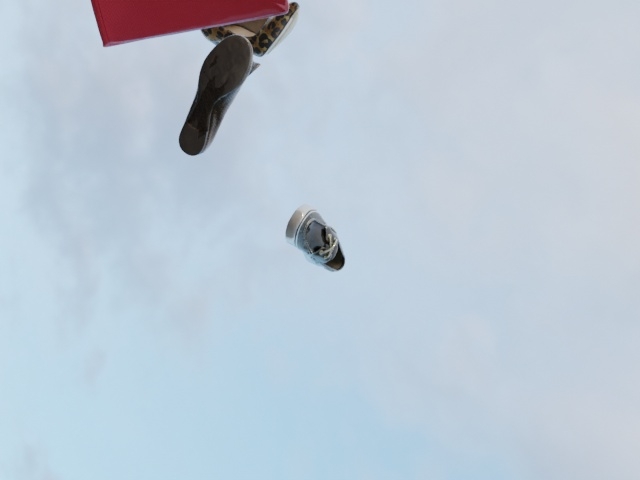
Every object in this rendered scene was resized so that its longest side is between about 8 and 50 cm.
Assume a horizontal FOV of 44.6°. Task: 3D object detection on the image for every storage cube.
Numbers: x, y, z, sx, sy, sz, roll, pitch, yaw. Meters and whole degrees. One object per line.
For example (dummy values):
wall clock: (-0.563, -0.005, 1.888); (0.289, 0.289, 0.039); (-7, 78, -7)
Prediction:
storage cube: (-0.150, -0.331, 0.795); (0.183, 0.193, 0.215); (-112, -169, -52)

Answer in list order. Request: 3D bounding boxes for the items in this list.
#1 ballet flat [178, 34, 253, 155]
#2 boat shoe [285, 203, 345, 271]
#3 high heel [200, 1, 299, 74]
ballet flat: (-0.191, -0.267, 1.441); (0.084, 0.058, 0.250); (31, -65, 7)
boat shoe: (0.000, 0.000, 1.391); (0.070, 0.219, 0.078); (29, -98, 22)
high heel: (-0.160, -0.472, 1.634); (0.186, 0.093, 0.261); (46, -36, -10)
